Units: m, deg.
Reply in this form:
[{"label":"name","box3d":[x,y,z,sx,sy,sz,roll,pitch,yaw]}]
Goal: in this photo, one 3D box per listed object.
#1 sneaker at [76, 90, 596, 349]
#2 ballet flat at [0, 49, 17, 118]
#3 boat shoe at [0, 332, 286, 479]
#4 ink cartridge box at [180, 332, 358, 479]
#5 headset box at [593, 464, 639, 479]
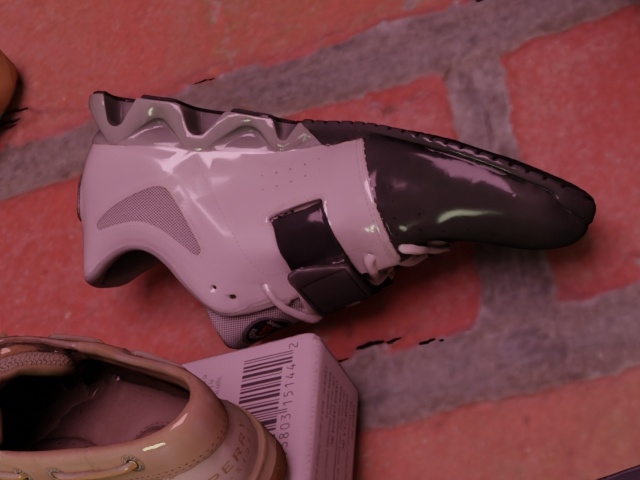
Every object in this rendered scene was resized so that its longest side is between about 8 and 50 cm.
[{"label":"sneaker","box3d":[0.000,0.000,0.856,0.331,0.122,0.146,8,86,26]},{"label":"ballet flat","box3d":[-0.295,-0.049,1.026,0.080,0.073,0.232,7,68,28]},{"label":"boat shoe","box3d":[-0.161,0.092,0.787,0.302,0.098,0.109,7,54,36]},{"label":"ink cartridge box","box3d":[-0.116,0.206,0.774,0.261,0.066,0.296,-14,45,21]},{"label":"headset box","box3d":[0.243,0.205,0.615,0.246,0.131,0.283,-22,57,13]}]
